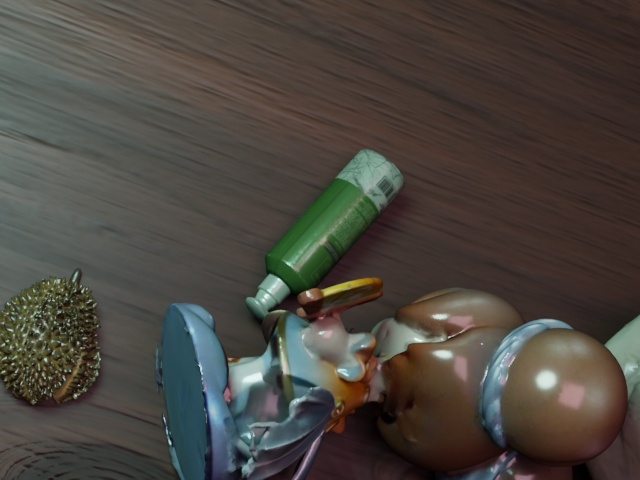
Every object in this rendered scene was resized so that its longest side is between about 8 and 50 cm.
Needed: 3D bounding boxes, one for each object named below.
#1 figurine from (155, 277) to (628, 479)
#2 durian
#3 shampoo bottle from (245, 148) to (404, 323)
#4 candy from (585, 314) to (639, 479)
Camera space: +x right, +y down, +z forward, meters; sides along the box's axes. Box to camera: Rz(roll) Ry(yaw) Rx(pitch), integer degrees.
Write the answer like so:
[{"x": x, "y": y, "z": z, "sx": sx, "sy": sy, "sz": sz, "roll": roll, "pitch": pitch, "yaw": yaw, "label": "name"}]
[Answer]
[{"x": 0.063, "y": 0.151, "z": 1.436, "sx": 0.388, "sy": 0.276, "sz": 0.248, "roll": -5, "pitch": 58, "yaw": -19, "label": "figurine"}, {"x": -0.251, "y": 0.084, "z": 1.444, "sx": 0.110, "sy": 0.071, "sz": 0.140, "roll": 23, "pitch": 70, "yaw": -11, "label": "durian"}, {"x": 0.000, "y": 0.000, "z": 1.534, "sx": 0.065, "sy": 0.065, "sz": 0.204, "roll": 43, "pitch": 72, "yaw": -5, "label": "shampoo bottle"}, {"x": 0.400, "y": 0.185, "z": 1.551, "sx": 0.295, "sy": 0.185, "sz": 0.295, "roll": 0, "pitch": 86, "yaw": -5, "label": "candy"}]
